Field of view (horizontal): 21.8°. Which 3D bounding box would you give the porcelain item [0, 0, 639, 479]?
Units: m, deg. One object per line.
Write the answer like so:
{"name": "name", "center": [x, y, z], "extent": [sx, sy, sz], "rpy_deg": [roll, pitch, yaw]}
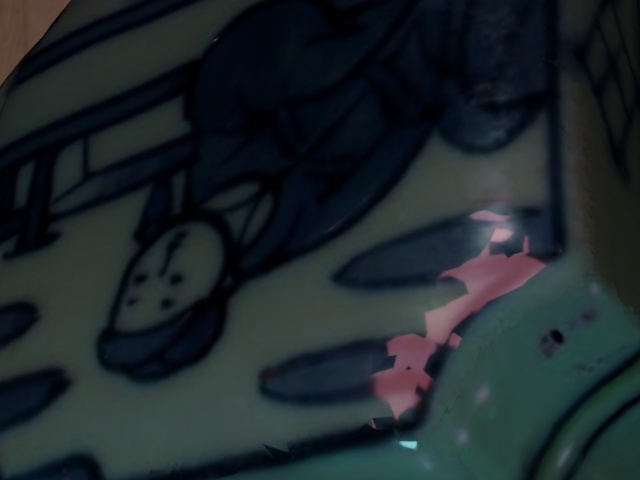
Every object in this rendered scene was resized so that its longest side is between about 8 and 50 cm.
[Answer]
{"name": "porcelain item", "center": [0.000, 0.000, 0.629], "extent": [0.281, 0.157, 0.286], "rpy_deg": [-15, 51, 30]}
